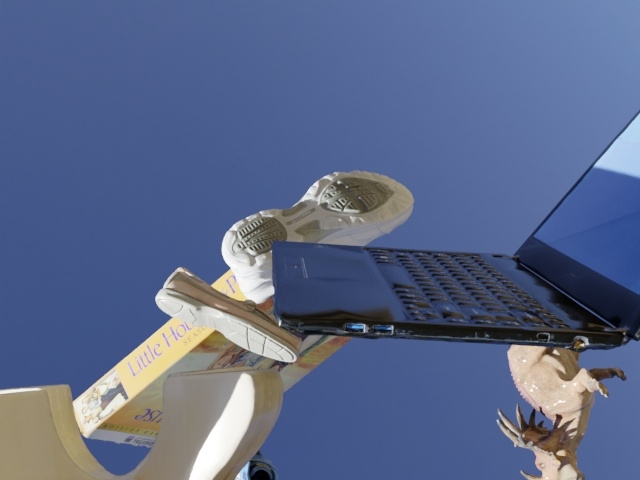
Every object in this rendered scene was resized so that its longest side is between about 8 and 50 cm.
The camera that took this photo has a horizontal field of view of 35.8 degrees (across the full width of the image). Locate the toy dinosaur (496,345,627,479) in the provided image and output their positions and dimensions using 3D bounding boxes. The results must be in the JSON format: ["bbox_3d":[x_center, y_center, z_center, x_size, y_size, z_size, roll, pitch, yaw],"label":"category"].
[{"bbox_3d":[0.340,0.213,1.500,0.127,0.200,0.296,27,-144,-40],"label":"toy dinosaur"}]

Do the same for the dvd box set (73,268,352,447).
[{"bbox_3d":[-0.100,0.147,1.392,0.062,0.420,0.307,57,-166,28],"label":"dvd box set"}]

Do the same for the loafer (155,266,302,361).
[{"bbox_3d":[-0.070,0.057,0.799,0.125,0.045,0.039,22,-120,6],"label":"loafer"}]

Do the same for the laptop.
[{"bbox_3d":[0.107,-0.030,0.570,0.264,0.137,0.234,4,-172,-4],"label":"laptop"}]

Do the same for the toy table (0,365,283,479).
[{"bbox_3d":[-0.126,0.166,0.609,0.252,0.274,0.161,8,-105,-65],"label":"toy table"}]

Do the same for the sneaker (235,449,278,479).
[{"bbox_3d":[-0.080,0.297,1.254,0.053,0.059,0.144,7,-157,-19],"label":"sneaker"}]

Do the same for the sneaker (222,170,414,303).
[{"bbox_3d":[0.000,0.000,1.143,0.232,0.115,0.090,-21,-128,-12],"label":"sneaker"}]
